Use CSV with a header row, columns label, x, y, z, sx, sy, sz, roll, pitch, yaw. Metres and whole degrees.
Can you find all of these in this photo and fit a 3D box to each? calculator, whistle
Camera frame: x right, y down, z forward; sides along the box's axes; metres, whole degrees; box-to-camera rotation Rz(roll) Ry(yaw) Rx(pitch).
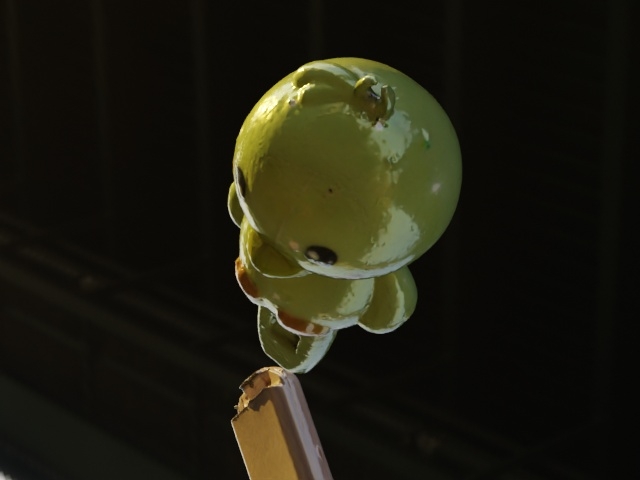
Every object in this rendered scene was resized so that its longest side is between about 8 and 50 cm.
label,x,y,z,sx,sy,sz,roll,pitch,yaw
calculator,-0.027,0.190,1.515,0.100,0.032,0.175,-45,-120,54
whistle,-0.006,0.004,1.109,0.141,0.141,0.294,51,-41,26
